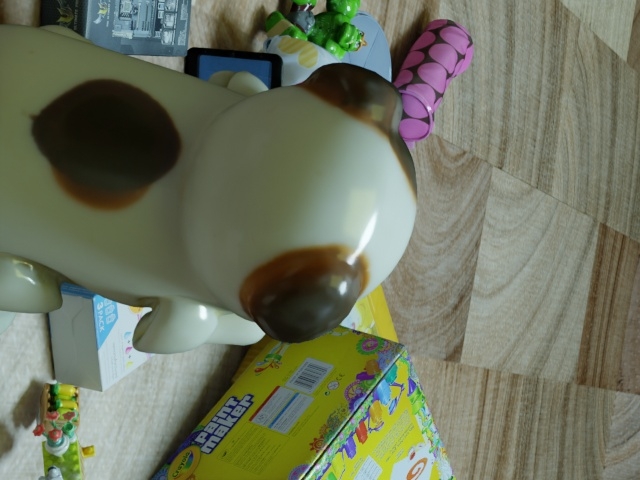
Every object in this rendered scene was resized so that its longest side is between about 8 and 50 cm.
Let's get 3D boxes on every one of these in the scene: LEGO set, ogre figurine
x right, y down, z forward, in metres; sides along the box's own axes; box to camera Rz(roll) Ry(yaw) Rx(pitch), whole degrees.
[{"bbox_3d":[-0.272,0.230,1.434,0.107,0.132,0.287,79,32,-46],"label":"LEGO set"},{"bbox_3d":[-0.009,-0.260,1.885,0.118,0.096,0.197,28,55,-44],"label":"ogre figurine"}]

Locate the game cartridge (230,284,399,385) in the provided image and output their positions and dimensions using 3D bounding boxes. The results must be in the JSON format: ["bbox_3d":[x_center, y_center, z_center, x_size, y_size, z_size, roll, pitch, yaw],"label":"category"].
[{"bbox_3d":[0.000,0.169,2.064,0.324,0.052,0.285,-62,147,-36],"label":"game cartridge"}]

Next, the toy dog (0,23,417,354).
[{"bbox_3d":[-0.118,-0.058,1.312,0.395,0.407,0.285,72,33,-59],"label":"toy dog"}]

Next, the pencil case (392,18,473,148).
[{"bbox_3d":[0.149,-0.221,2.207,0.209,0.095,0.098,-57,142,-45],"label":"pencil case"}]

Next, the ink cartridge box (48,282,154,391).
[{"bbox_3d":[-0.200,0.069,1.618,0.181,0.061,0.104,-37,129,-56],"label":"ink cartridge box"}]

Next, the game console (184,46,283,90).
[{"bbox_3d":[-0.107,-0.144,1.677,0.107,0.122,0.071,-57,144,-40],"label":"game console"}]

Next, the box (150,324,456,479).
[{"bbox_3d":[-0.007,0.296,1.862,0.290,0.177,0.279,-48,134,-31],"label":"box"}]

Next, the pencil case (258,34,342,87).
[{"bbox_3d":[-0.061,-0.092,1.747,0.124,0.113,0.273,36,74,-39],"label":"pencil case"}]

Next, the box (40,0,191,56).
[{"bbox_3d":[-0.190,-0.297,1.536,0.183,0.059,0.233,-12,109,-63],"label":"box"}]

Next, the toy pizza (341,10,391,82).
[{"bbox_3d":[0.032,-0.198,2.040,0.201,0.032,0.201,-30,126,-53],"label":"toy pizza"}]
